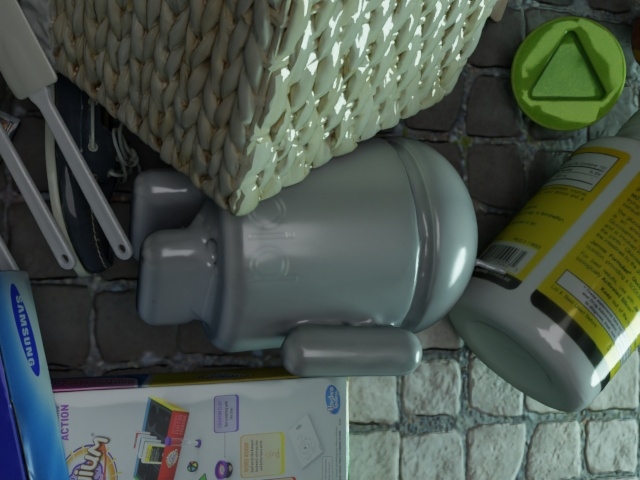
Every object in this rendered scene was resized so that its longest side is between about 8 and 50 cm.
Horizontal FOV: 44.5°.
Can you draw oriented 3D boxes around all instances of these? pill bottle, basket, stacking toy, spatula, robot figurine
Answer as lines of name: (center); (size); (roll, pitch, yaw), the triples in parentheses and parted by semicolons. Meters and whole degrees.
pill bottle: (0.310, 0.009, 0.867); (0.334, 0.188, 0.188); (-45, 103, -14)
basket: (-0.025, -0.246, 0.612); (0.328, 0.331, 0.266); (-34, 71, -35)
stacking toy: (0.322, -0.292, 0.946); (0.280, 0.130, 0.309); (-31, 97, 10)
spatula: (-0.270, -0.072, 0.679); (0.168, 0.019, 0.242); (-21, 102, 20)
robot figurine: (0.000, 0.000, 0.754); (0.354, 0.199, 0.299); (-4, 57, -19)

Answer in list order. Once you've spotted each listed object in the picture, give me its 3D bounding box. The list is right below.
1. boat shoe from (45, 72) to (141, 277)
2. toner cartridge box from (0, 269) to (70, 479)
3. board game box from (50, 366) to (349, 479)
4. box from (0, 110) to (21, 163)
boat shoe: (-0.215, -0.094, 0.743); (0.079, 0.095, 0.254); (-7, 83, -8)
toner cartridge box: (-0.306, 0.211, 0.667); (0.165, 0.075, 0.347); (-12, 88, 6)
board game box: (-0.128, 0.253, 0.779); (0.317, 0.064, 0.242); (1, 89, -19)
box: (-0.353, -0.072, 0.727); (0.094, 0.027, 0.137); (26, 81, -18)
